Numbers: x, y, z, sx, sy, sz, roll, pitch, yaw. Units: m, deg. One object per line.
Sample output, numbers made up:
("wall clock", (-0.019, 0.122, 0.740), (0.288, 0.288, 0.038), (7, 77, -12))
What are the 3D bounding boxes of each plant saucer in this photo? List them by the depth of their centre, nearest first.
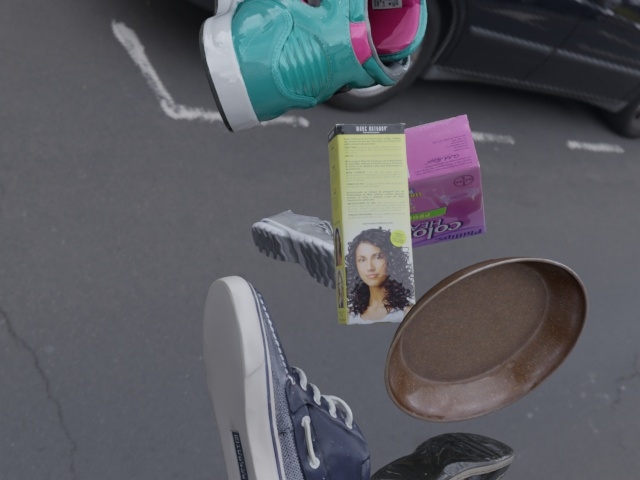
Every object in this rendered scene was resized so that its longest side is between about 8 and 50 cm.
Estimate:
("plant saucer", (0.145, 0.085, 0.690), (0.198, 0.199, 0.036), (12, 32, -29))

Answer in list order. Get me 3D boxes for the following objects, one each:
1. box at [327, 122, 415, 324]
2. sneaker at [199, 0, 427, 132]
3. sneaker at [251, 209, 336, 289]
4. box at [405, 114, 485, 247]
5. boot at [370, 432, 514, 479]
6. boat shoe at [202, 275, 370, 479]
("box", (0.059, -0.019, 0.896), (0.087, 0.058, 0.233), (-3, 85, -11))
("sneaker", (-0.001, -0.206, 0.661), (0.178, 0.124, 0.296), (-13, 37, 7))
("sneaker", (0.000, 0.000, 1.446), (0.281, 0.105, 0.115), (25, 50, 32))
("box", (0.186, -0.095, 1.417), (0.213, 0.243, 0.117), (-12, 61, 8))
("boot", (0.223, 0.539, 1.443), (0.138, 0.285, 0.377), (14, 15, 41))
("boat shoe", (-0.037, 0.202, 0.923), (0.158, 0.127, 0.341), (-10, 94, -31))
